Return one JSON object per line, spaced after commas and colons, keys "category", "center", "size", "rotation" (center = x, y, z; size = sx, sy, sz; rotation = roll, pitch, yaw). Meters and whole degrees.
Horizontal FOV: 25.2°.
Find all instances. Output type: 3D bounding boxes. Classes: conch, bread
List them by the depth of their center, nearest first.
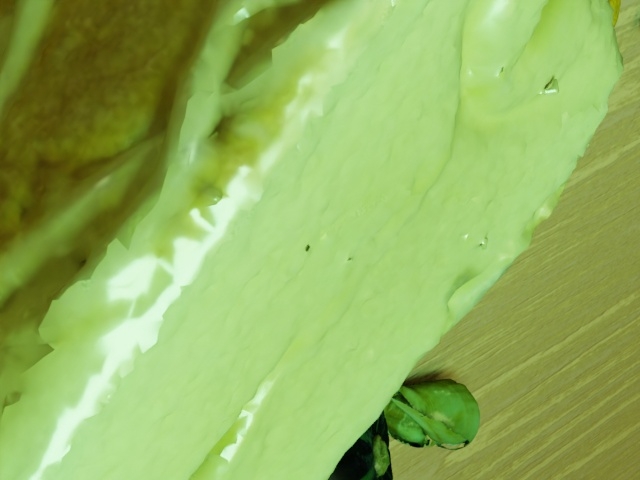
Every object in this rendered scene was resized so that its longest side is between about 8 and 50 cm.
{"category": "bread", "center": [-0.091, -0.093, 0.700], "size": [0.390, 0.371, 0.279], "rotation": [-52, 148, -3]}
{"category": "conch", "center": [0.130, 0.205, 1.679], "size": [0.200, 0.079, 0.095], "rotation": [14, 127, -41]}

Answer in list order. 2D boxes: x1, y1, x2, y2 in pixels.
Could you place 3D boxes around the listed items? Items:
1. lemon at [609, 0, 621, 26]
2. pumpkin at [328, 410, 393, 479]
{"category": "lemon", "center": [0.166, -0.188, 1.184], "size": [0.187, 0.142, 0.142], "rotation": [-38, 155, 15]}
{"category": "pumpkin", "center": [-0.057, 0.198, 1.288], "size": [0.248, 0.248, 0.248], "rotation": [-35, 148, -25]}
